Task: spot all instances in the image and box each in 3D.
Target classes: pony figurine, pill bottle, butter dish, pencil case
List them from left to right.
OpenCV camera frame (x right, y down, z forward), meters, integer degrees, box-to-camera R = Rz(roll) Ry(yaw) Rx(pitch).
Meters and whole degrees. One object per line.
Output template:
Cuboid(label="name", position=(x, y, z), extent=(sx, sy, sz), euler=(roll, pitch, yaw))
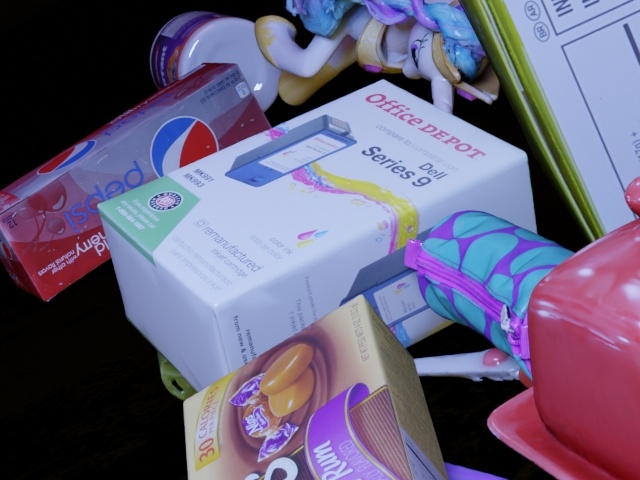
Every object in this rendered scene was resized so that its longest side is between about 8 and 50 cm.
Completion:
Cuboid(label="pill bottle", position=(-0.117, -0.184, 1.549), extent=(0.108, 0.108, 0.193), euler=(-32, 20, -11))
Cuboid(label="pony figurine", position=(0.098, -0.258, 1.290), extent=(0.363, 0.303, 0.351), euler=(18, 81, 59))
Cuboid(label="pencil case", position=(0.100, 0.028, 0.748), extent=(0.070, 0.064, 0.152), euler=(5, 10, -18))
Cuboid(label="butter dish", position=(0.151, 0.026, 0.593), extent=(0.160, 0.118, 0.160), euler=(-24, 20, -15))

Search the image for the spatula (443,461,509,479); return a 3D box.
Cuboid(label="spatula", position=(0.118, 0.122, 0.601), extent=(0.296, 0.030, 0.084), euler=(-7, 32, 43))

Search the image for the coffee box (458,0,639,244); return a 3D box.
Cuboid(label="coffee box", position=(0.226, -0.216, 0.826), extent=(0.334, 0.338, 0.337), euler=(-25, 16, 6))

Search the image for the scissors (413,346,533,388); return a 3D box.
Cuboid(label="scissors", position=(0.104, 0.067, 0.769), extent=(0.297, 0.021, 0.109), euler=(-14, 25, 30))

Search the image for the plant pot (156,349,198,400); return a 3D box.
Cuboid(label="plant pot", position=(-0.075, 0.061, 0.949), extent=(0.083, 0.083, 0.079), euler=(-23, 33, 12))

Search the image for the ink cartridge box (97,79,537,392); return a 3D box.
Cuboid(label="ink cartridge box", position=(0.000, 0.000, 0.874), extent=(0.212, 0.093, 0.154), euler=(-24, 34, -22))

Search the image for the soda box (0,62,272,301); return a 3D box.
Cuboid(label="soda box", position=(-0.172, -0.057, 1.328), extent=(0.263, 0.092, 0.083), euler=(-34, 21, -19))

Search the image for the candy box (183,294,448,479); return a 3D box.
Cuboid(label="candy box", position=(-0.001, 0.115, 0.652), extent=(0.109, 0.053, 0.186), euler=(-31, 28, 11))
